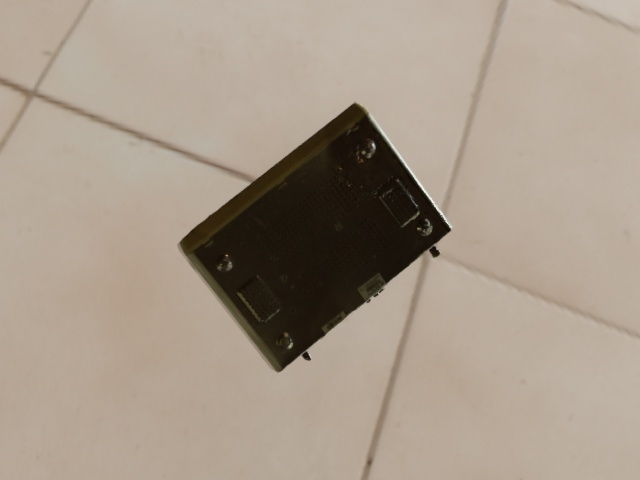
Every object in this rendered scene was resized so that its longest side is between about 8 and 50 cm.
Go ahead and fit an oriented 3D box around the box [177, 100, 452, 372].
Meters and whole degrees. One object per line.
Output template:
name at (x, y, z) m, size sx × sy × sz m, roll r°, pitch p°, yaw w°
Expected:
box at (0.000, 0.000, 1.419) m, size 0.270 × 0.045 × 0.211 m, roll -38°, pitch 101°, yaw -11°
